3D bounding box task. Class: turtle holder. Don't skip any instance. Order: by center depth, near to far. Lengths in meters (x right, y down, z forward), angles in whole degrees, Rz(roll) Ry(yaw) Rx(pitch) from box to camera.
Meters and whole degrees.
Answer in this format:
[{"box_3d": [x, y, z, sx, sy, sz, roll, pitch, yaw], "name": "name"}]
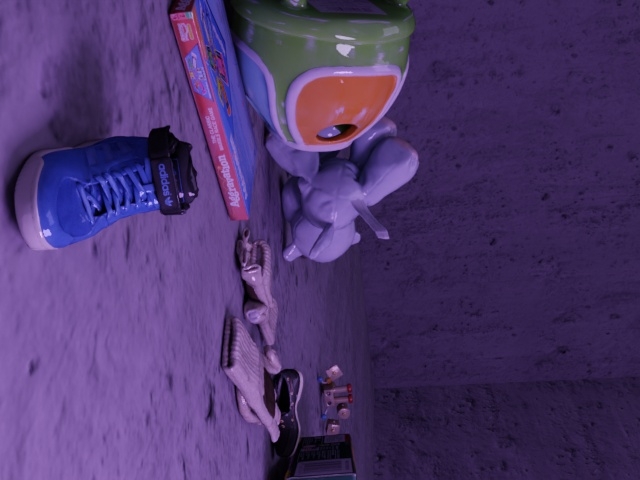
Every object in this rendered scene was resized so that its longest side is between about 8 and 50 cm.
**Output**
[{"box_3d": [-0.028, -0.261, 0.995, 0.243, 0.320, 0.227, -27, 135, -44], "name": "turtle holder"}]

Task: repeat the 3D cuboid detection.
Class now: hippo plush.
[{"box_3d": [0.040, -0.070, 1.264, 0.236, 0.235, 0.294, 97, -25, -60], "name": "hippo plush"}]

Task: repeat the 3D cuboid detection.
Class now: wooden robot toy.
[{"box_3d": [0.033, 0.354, 1.695, 0.079, 0.076, 0.173, -113, -163, -76], "name": "wooden robot toy"}]

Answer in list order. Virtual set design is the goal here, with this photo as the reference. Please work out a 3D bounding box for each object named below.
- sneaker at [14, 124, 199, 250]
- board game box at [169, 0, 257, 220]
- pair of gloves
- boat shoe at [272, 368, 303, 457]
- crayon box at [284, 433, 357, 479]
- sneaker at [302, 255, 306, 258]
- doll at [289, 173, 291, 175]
[{"box_3d": [-0.124, -0.037, 0.468, 0.152, 0.085, 0.058, -72, 157, -73], "name": "sneaker"}, {"box_3d": [-0.117, -0.173, 0.868, 0.145, 0.027, 0.281, -90, 172, -46], "name": "board game box"}, {"box_3d": [-0.078, 0.119, 0.970, 0.204, 0.042, 0.240, 79, 9, -46], "name": "pair of gloves"}, {"box_3d": [-0.056, 0.257, 1.092, 0.042, 0.049, 0.132, 4, 91, -50], "name": "boat shoe"}, {"box_3d": [0.014, 0.486, 1.139, 0.363, 0.106, 0.312, 78, 8, -84], "name": "crayon box"}, {"box_3d": [0.000, 0.000, 1.585, 0.188, 0.071, 0.066, -40, 125, -82], "name": "sneaker"}, {"box_3d": [-0.050, -0.206, 1.389, 0.129, 0.046, 0.188, -101, -170, -62], "name": "doll"}]
